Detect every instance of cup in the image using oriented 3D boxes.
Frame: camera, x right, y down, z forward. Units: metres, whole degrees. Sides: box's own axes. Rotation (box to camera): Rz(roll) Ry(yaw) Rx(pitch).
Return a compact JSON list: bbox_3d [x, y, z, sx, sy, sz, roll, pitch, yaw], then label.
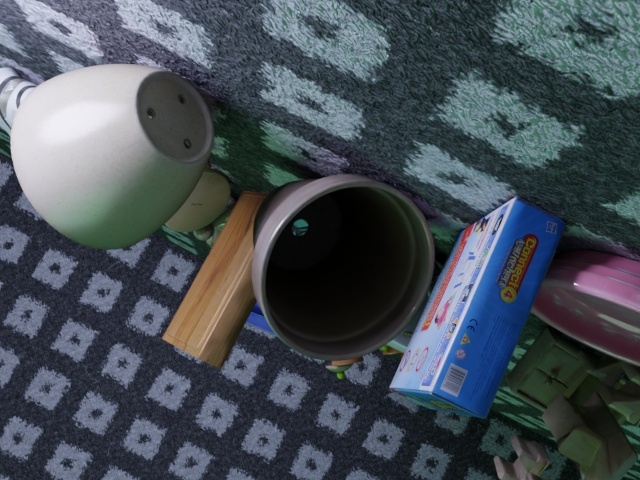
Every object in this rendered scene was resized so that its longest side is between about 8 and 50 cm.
[{"bbox_3d":[-0.322,-0.172,1.358,0.236,0.331,0.331,-19,139,37],"label":"cup"}]

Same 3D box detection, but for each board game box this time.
[{"bbox_3d":[0.233,0.114,1.222,0.086,0.308,0.302,26,169,-1],"label":"board game box"}]

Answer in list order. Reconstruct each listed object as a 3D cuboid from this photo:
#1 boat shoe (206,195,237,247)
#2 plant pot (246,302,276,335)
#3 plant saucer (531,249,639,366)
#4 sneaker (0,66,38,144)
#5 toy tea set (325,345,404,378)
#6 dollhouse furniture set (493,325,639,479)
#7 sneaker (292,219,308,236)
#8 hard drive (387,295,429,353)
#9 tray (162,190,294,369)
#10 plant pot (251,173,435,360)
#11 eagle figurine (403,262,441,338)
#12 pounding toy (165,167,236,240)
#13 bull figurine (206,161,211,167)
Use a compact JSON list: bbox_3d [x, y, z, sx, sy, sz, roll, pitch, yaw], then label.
[{"bbox_3d":[-0.246,-0.032,2.164,0.110,0.122,0.341,27,168,7],"label":"boat shoe"},{"bbox_3d":[-0.081,0.187,2.323,0.235,0.212,0.236,18,174,34],"label":"plant pot"},{"bbox_3d":[0.472,0.108,1.215,0.332,0.084,0.332,26,168,6],"label":"plant saucer"},{"bbox_3d":[-0.669,-0.254,2.035,0.257,0.169,0.447,26,166,16],"label":"sneaker"},{"bbox_3d":[0.166,0.273,1.856,0.335,0.124,0.200,-7,176,-15],"label":"toy tea set"},{"bbox_3d":[0.556,0.376,1.573,0.256,0.362,0.394,30,-164,-8],"label":"dollhouse furniture set"},{"bbox_3d":[0.000,0.000,1.720,0.261,0.125,0.104,35,166,-34],"label":"sneaker"},{"bbox_3d":[0.180,0.149,1.790,0.307,0.203,0.040,26,144,10],"label":"hard drive"},{"bbox_3d":[-0.207,0.080,1.826,0.076,0.411,0.202,36,166,-32],"label":"tray"},{"bbox_3d":[0.004,0.016,1.432,0.323,0.323,0.280,33,-177,-27],"label":"plant pot"},{"bbox_3d":[0.251,0.104,1.569,0.226,0.225,0.298,-14,122,7],"label":"eagle figurine"},{"bbox_3d":[-0.311,-0.115,1.922,0.110,0.183,0.237,50,-174,33],"label":"pounding toy"},{"bbox_3d":[-0.372,-0.231,1.635,0.310,0.101,0.188,36,170,-27],"label":"bull figurine"}]
